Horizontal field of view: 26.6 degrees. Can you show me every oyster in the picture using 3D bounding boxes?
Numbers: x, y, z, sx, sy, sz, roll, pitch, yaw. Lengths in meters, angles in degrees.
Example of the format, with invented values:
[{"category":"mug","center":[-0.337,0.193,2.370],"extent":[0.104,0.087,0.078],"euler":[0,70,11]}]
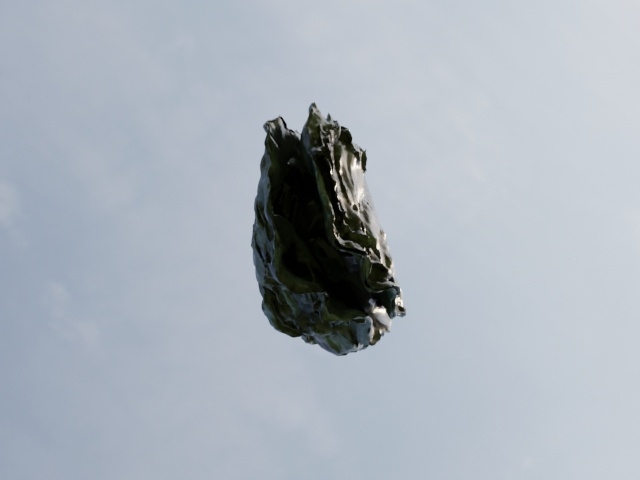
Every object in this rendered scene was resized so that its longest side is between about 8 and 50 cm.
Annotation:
[{"category":"oyster","center":[0.000,0.000,1.083],"extent":[0.112,0.268,0.198],"euler":[-15,-114,6]}]
